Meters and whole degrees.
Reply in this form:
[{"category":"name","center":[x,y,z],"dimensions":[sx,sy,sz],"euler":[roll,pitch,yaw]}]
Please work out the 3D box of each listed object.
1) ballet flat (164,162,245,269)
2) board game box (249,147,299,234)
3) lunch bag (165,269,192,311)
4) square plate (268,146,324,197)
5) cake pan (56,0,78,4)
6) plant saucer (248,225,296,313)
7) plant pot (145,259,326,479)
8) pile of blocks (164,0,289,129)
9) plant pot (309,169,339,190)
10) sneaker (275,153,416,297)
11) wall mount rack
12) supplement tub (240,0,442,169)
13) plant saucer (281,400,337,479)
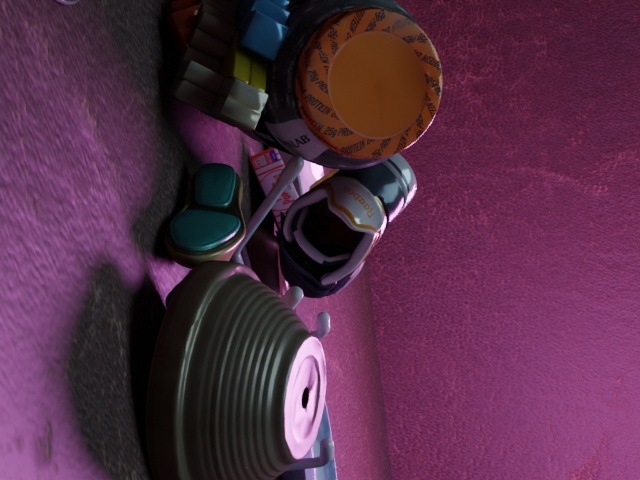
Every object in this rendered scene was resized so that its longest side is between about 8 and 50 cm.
[{"category":"ballet flat","center":[-0.115,-0.008,1.402],"dimensions":[0.232,0.080,0.073],"euler":[-79,175,-65]},{"category":"board game box","center":[-0.041,-0.025,1.959],"dimensions":[0.193,0.045,0.147],"euler":[71,-5,-59]},{"category":"lunch bag","center":[-0.123,0.081,1.321],"dimensions":[0.071,0.053,0.083],"euler":[68,26,-58]},{"category":"square plate","center":[-0.045,-0.168,2.236],"dimensions":[0.347,0.049,0.344],"euler":[-83,164,-64]},{"category":"cake pan","center":[-0.207,-0.340,1.080],"dimensions":[0.293,0.054,0.293],"euler":[-8,90,-83]},{"category":"plant saucer","center":[-0.063,0.073,1.885],"dimensions":[0.198,0.036,0.199],"euler":[-7,90,-84]},{"category":"plant pot","center":[-0.063,0.139,1.251],"dimensions":[0.237,0.109,0.237],"euler":[5,90,-72]},{"category":"pile of blocks","center":[-0.108,-0.269,1.500],"dimensions":[0.149,0.112,0.362],"euler":[-51,-154,33]},{"category":"plant pot","center":[0.033,-0.060,2.165],"dimensions":[0.134,0.095,0.134],"euler":[-6,90,-83]},{"category":"sneaker","center":[0.000,0.000,1.710],"dimensions":[0.127,0.126,0.321],"euler":[-43,173,-35]},{"category":"wall mount rack","center":[-0.055,0.091,1.541],"dimensions":[0.350,0.130,0.304],"euler":[-92,171,-45]},{"category":"supplement tub","center":[0.005,-0.196,1.598],"dimensions":[0.338,0.207,0.207],"euler":[-150,-131,-69]},{"category":"plant saucer","center":[-0.018,0.329,1.953],"dimensions":[0.317,0.043,0.318],"euler":[-7,90,-83]}]
